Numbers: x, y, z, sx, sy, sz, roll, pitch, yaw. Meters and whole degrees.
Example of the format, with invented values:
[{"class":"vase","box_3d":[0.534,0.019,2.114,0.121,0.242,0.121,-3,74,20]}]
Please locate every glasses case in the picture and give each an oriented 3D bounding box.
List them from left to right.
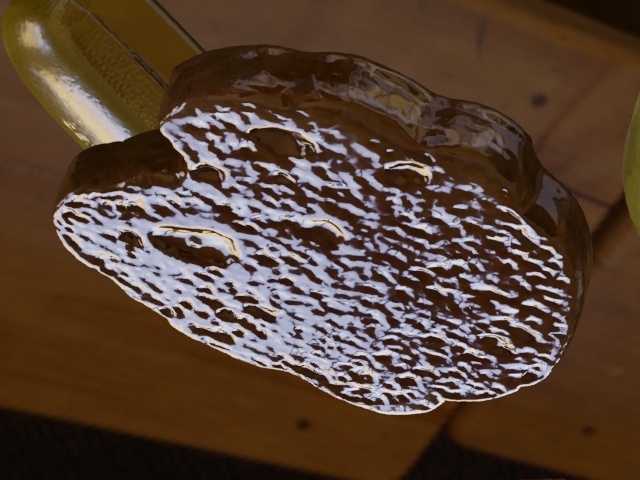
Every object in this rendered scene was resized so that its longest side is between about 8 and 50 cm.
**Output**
[{"class":"glasses case","box_3d":[-0.177,-0.135,1.635,0.371,0.173,0.141,45,76,-30]}]

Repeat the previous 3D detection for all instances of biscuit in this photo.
[{"class":"biscuit","box_3d":[0.000,0.000,1.117,0.381,0.074,0.359,15,142,5]}]

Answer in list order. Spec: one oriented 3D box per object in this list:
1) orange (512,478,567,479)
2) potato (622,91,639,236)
[{"class":"orange","box_3d":[0.042,0.116,0.355,0.118,0.135,0.135,24,126,6]},{"class":"potato","box_3d":[0.275,0.022,0.917,0.111,0.272,0.160,-54,153,7]}]
